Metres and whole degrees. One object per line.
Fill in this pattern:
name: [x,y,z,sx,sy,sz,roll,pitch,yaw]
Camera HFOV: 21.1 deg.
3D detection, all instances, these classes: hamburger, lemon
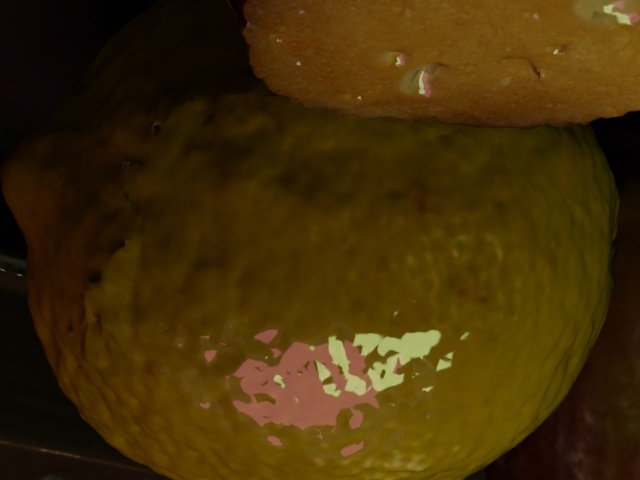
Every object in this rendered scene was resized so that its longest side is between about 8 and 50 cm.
hamburger: [0.063,-0.116,0.468,0.182,0.118,0.191,19,151,-40]
lemon: [0.000,0.000,0.611,0.231,0.192,0.192,8,152,-19]

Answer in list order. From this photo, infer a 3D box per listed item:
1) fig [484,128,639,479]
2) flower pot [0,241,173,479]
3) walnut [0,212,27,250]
fig: [0.173,0.074,0.757,0.224,0.224,0.263,-16,152,26]
flower pot: [-0.138,0.088,0.755,0.251,0.084,0.179,19,140,-36]
walnut: [-0.178,0.035,0.808,0.170,0.069,0.143,1,152,-1]
